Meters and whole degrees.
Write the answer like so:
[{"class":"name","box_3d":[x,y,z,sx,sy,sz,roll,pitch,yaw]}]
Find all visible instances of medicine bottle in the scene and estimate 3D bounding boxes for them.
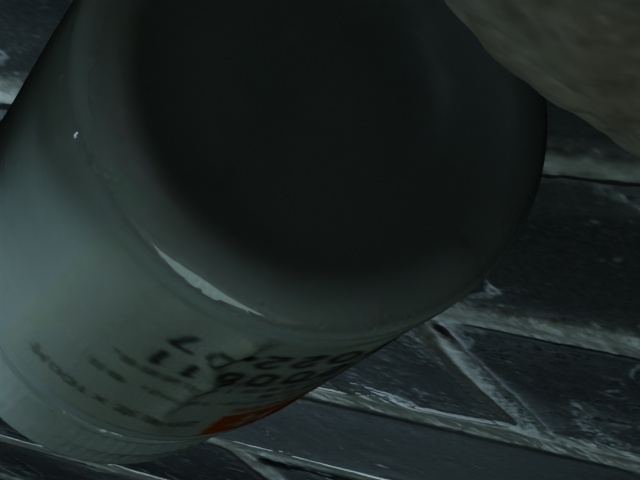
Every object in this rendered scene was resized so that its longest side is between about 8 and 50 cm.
[{"class":"medicine bottle","box_3d":[-0.058,-0.014,0.949,0.211,0.211,0.371,26,157,-11]}]

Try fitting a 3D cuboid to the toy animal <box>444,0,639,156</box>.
[{"class":"toy animal","box_3d":[0.137,-0.106,0.504,0.226,0.188,0.358,2,171,29]}]
